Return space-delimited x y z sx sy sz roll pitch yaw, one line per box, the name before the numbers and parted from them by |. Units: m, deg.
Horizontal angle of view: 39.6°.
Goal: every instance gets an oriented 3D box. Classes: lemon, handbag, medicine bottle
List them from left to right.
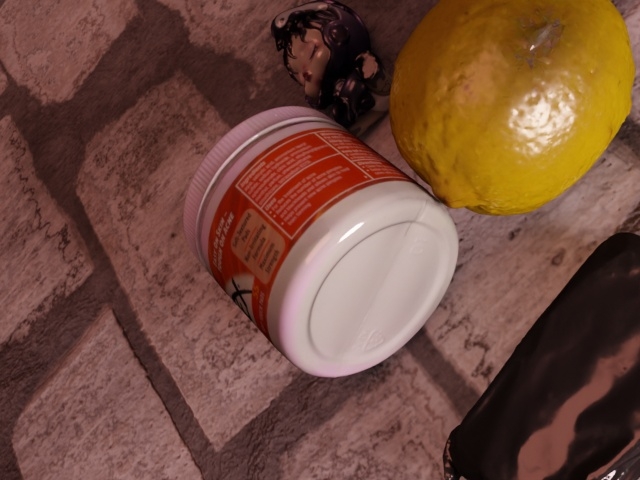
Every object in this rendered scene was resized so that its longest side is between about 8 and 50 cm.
medicine bottle | 0.000 0.000 1.062 0.252 0.252 0.241 -51 50 6
lemon | 0.207 -0.165 0.987 0.261 0.261 0.283 17 93 39
handbag | 0.276 0.161 0.909 0.332 0.075 0.192 -54 50 5

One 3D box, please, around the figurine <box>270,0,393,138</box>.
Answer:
figurine | 0.025 -0.260 1.249 0.145 0.145 0.222 -43 61 13
